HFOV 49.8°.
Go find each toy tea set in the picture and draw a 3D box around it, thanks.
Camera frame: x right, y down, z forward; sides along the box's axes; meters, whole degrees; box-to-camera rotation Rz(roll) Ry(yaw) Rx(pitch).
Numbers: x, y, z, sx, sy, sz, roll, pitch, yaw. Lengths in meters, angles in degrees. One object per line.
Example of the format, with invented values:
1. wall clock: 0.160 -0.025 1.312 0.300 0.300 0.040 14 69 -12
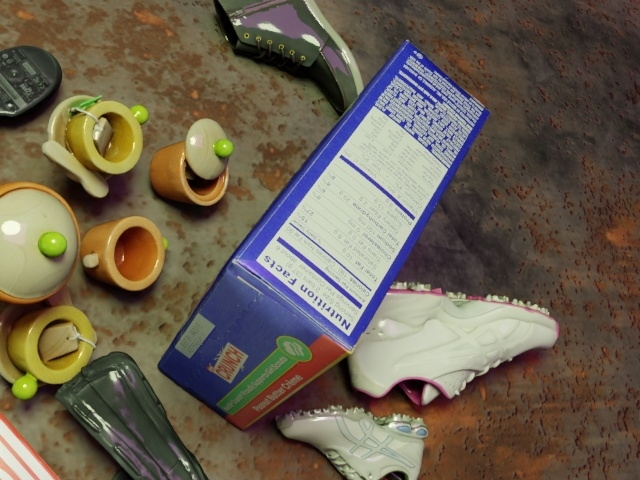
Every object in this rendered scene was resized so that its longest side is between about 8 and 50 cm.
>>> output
1. toy tea set: -0.186 -0.024 0.631 0.336 0.124 0.200 -59 136 -36

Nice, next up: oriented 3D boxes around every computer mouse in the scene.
1. computer mouse: -0.364 -0.123 0.681 0.242 0.041 0.071 -38 90 -30

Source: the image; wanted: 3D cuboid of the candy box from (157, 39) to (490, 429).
1. candy box: 0.000 0.000 0.676 0.122 0.268 0.317 38 55 -4

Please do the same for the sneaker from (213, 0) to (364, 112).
1. sneaker: -0.041 -0.242 0.900 0.118 0.083 0.222 -35 93 -17

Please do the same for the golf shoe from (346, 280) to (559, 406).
1. golf shoe: 0.155 0.125 0.818 0.306 0.115 0.140 9 83 -26

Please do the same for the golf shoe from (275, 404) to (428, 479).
1. golf shoe: 0.035 0.220 0.719 0.176 0.069 0.086 14 67 -22

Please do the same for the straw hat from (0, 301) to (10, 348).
1. straw hat: -0.323 0.032 0.604 0.144 0.061 0.144 -7 90 -66

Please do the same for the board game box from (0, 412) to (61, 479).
1. board game box: -0.304 0.205 0.546 0.193 0.045 0.147 48 54 -1

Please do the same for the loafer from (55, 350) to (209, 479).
1. loafer: -0.152 0.206 0.615 0.078 0.076 0.223 -32 95 -16
